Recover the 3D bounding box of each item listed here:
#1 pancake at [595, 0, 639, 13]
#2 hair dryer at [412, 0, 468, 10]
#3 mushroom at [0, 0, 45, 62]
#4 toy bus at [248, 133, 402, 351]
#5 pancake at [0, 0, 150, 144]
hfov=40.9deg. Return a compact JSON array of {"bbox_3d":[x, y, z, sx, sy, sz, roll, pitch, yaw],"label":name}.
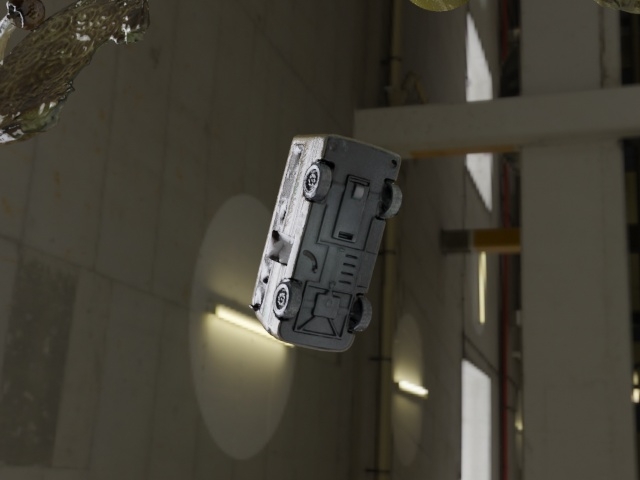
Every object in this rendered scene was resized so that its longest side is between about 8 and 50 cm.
[{"bbox_3d":[0.387,-0.379,0.992,0.050,0.242,0.242,-99,-4,-59],"label":"pancake"},{"bbox_3d":[0.189,-0.238,0.732,0.135,0.279,0.090,-24,-56,-74],"label":"hair dryer"},{"bbox_3d":[-0.488,-0.331,1.360,0.060,0.187,0.061,35,-129,-24],"label":"mushroom"},{"bbox_3d":[0.000,0.000,1.202,0.139,0.157,0.289,12,-87,-28],"label":"toy bus"},{"bbox_3d":[-0.348,-0.240,1.153,0.033,0.286,0.288,56,-152,-42],"label":"pancake"}]
